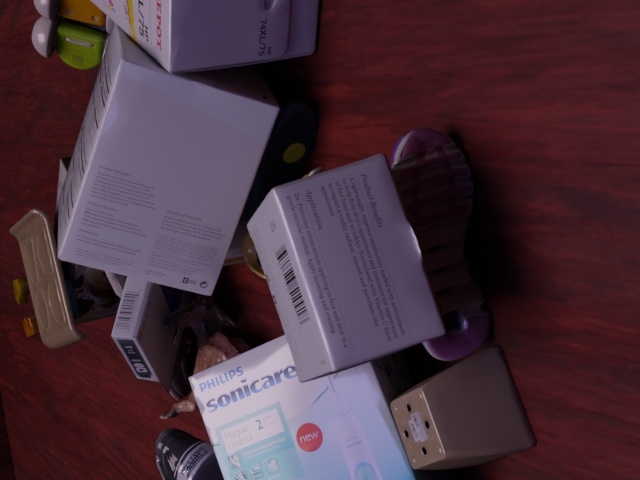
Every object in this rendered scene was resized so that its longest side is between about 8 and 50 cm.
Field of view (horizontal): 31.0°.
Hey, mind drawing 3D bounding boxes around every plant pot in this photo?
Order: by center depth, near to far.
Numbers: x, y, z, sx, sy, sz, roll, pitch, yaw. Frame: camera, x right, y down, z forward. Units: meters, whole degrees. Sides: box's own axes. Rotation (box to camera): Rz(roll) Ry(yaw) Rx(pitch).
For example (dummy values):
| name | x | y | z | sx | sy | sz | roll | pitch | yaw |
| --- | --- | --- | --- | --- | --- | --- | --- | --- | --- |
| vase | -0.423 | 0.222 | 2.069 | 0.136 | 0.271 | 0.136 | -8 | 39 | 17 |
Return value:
| name | x | y | z | sx | sy | sz | roll | pitch | yaw |
| --- | --- | --- | --- | --- | --- | --- | --- | --- | --- |
| plant pot | 0.137 | 0.182 | 1.185 | 0.109 | 0.096 | 0.109 | -42 | 64 | 60 |

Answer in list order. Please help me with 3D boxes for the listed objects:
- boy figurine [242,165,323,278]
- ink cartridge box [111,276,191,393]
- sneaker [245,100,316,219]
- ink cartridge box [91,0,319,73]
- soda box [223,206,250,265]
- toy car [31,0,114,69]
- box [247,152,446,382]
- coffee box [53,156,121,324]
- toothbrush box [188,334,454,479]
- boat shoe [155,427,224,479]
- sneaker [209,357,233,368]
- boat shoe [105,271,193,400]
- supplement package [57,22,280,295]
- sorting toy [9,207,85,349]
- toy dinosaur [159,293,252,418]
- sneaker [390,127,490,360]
| name | x | y | z | sx | sy | sz | roll | pitch | yaw |
| --- | --- | --- | --- | --- | --- | --- | --- | --- | --- |
| boy figurine | 0.000 | 0.000 | 1.377 | 0.285 | 0.092 | 0.177 | 4 | 107 | 58 |
| ink cartridge box | -0.249 | 0.099 | 1.745 | 0.208 | 0.045 | 0.206 | 77 | -160 | -59 |
| sneaker | -0.062 | -0.106 | 1.470 | 0.082 | 0.069 | 0.209 | 60 | 148 | 36 |
| ink cartridge box | -0.145 | -0.349 | 1.388 | 0.270 | 0.197 | 0.198 | 43 | 137 | 47 |
| soda box | -0.159 | -0.040 | 1.670 | 0.216 | 0.073 | 0.069 | 38 | 133 | 51 |
| toy car | -0.387 | -0.376 | 1.915 | 0.136 | 0.159 | 0.182 | -80 | 4 | -47 |
| box | 0.020 | 0.033 | 1.128 | 0.182 | 0.119 | 0.181 | 136 | 116 | -75 |
| coffee box | -0.354 | -0.007 | 1.947 | 0.119 | 0.168 | 0.297 | 57 | 146 | 34 |
| toothbrush box | 0.014 | 0.246 | 1.283 | 0.216 | 0.126 | 0.296 | -24 | 77 | 19 |
| boat shoe | -0.171 | 0.378 | 1.721 | 0.105 | 0.113 | 0.306 | 29 | 160 | 32 |
| sneaker | -0.069 | 0.254 | 1.554 | 0.235 | 0.090 | 0.095 | 39 | 146 | 21 |
| boat shoe | -0.262 | 0.119 | 1.886 | 0.112 | 0.095 | 0.335 | -121 | 8 | -61 |
| supplement package | -0.199 | -0.107 | 1.453 | 0.198 | 0.199 | 0.263 | -116 | 44 | -63 |
| sorting toy | -0.481 | 0.076 | 2.003 | 0.307 | 0.041 | 0.229 | -21 | 86 | 62 |
| toy dinosaur | -0.141 | 0.175 | 1.683 | 0.295 | 0.127 | 0.200 | 13 | 105 | 54 |
| sneaker | 0.103 | 0.003 | 1.189 | 0.104 | 0.095 | 0.236 | -165 | 65 | -68 |
